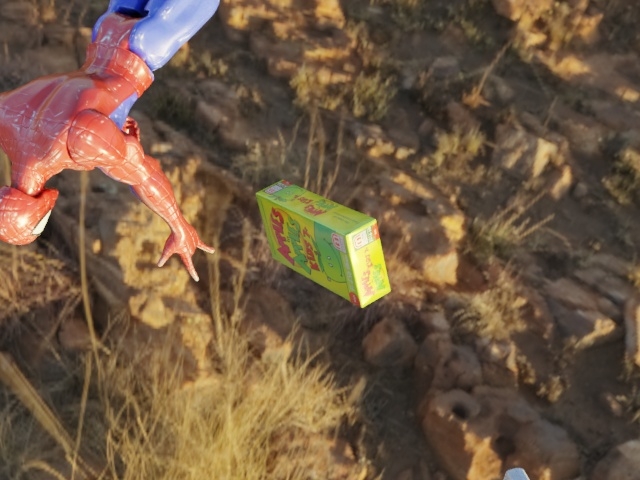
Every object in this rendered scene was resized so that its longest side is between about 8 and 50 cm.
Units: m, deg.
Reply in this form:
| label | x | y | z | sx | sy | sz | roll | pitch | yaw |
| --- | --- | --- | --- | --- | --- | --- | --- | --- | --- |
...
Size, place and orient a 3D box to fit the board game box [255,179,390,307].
| label | x | y | z | sx | sy | sz | roll | pitch | yaw |
| --- | --- | --- | --- | --- | --- | --- | --- | --- | --- |
| board game box | 0.000 | 0.000 | 1.070 | 0.043 | 0.092 | 0.181 | -29 | 31 | -26 |

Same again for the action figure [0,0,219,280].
| label | x | y | z | sx | sy | sz | roll | pitch | yaw |
| --- | --- | --- | --- | --- | --- | --- | --- | --- | --- |
| action figure | -0.087 | -0.096 | 0.545 | 0.091 | 0.139 | 0.280 | 16 | 62 | 29 |

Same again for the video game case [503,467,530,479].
| label | x | y | z | sx | sy | sz | roll | pitch | yaw |
| --- | --- | --- | --- | --- | --- | --- | --- | --- | --- |
| video game case | 0.225 | 0.384 | 0.994 | 0.023 | 0.213 | 0.193 | -6 | 36 | -17 |
